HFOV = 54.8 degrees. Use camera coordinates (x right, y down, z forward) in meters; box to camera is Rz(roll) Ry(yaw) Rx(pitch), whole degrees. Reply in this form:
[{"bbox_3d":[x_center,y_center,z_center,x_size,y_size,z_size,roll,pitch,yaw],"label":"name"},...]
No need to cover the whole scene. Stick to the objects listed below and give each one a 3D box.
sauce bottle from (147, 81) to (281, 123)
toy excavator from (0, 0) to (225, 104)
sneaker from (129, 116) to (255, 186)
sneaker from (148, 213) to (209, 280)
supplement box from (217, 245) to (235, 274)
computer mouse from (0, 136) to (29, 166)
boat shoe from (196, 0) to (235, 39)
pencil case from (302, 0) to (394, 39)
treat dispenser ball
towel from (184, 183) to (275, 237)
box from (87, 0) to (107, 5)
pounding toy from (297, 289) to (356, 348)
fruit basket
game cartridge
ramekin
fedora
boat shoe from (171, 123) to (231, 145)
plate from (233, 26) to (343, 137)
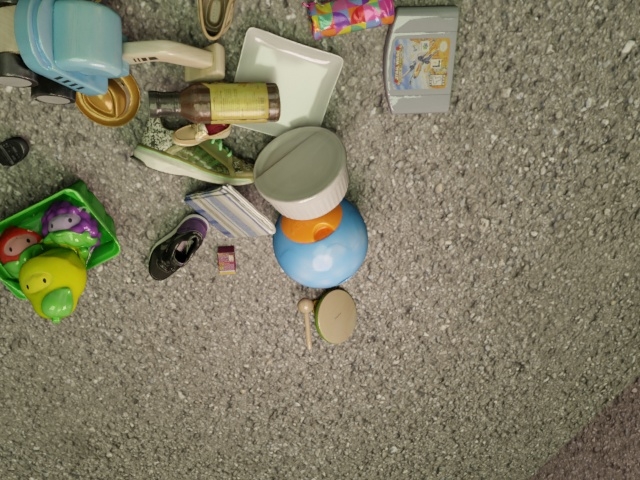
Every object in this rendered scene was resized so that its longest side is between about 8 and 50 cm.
[{"bbox_3d":[-0.281,-0.365,1.642,0.344,0.111,0.112,-3,121,-14],"label":"sauce bottle"},{"bbox_3d":[-0.505,-0.463,1.517,0.444,0.433,0.223,0,87,14],"label":"toy excavator"},{"bbox_3d":[-0.324,-0.263,1.764,0.409,0.158,0.182,10,101,-17],"label":"sneaker"},{"bbox_3d":[-0.457,0.044,1.914,0.107,0.124,0.283,32,119,-22],"label":"sneaker"},{"bbox_3d":[-0.304,0.064,2.000,0.054,0.043,0.083,-2,121,-5],"label":"supplement box"},{"bbox_3d":[-0.933,-0.232,1.767,0.241,0.041,0.071,-20,112,13],"label":"computer mouse"},{"bbox_3d":[-0.247,-0.676,1.538,0.121,0.110,0.341,3,120,-8],"label":"boat shoe"},{"bbox_3d":[0.076,-0.599,1.628,0.236,0.104,0.105,-12,121,-1],"label":"pencil case"},{"bbox_3d":[0.000,0.000,1.855,0.287,0.288,0.288,-3,120,-5],"label":"treat dispenser ball"},{"bbox_3d":[-0.271,-0.082,1.820,0.209,0.285,0.034,43,64,-26],"label":"towel"},{"bbox_3d":[-0.527,-0.732,1.368,0.394,0.097,0.318,-23,131,39],"label":"box"},{"bbox_3d":[0.004,0.262,2.104,0.236,0.110,0.183,-7,93,-43],"label":"pounding toy"},{"bbox_3d":[-0.774,0.042,1.751,0.391,0.392,0.283,-25,120,8],"label":"fruit basket"},{"bbox_3d":[0.275,-0.500,1.734,0.197,0.062,0.298,-5,121,-8],"label":"game cartridge"},{"bbox_3d":[-0.043,-0.179,1.730,0.272,0.273,0.127,-21,143,6],"label":"ramekin"},{"bbox_3d":[-0.590,-0.391,1.683,0.194,0.079,0.195,-3,121,-5],"label":"fedora"},{"bbox_3d":[-0.324,-0.304,1.694,0.170,0.059,0.063,-19,81,-26],"label":"boat shoe"},{"bbox_3d":[-0.108,-0.428,1.736,0.277,0.045,0.278,15,118,-13],"label":"plate"}]
